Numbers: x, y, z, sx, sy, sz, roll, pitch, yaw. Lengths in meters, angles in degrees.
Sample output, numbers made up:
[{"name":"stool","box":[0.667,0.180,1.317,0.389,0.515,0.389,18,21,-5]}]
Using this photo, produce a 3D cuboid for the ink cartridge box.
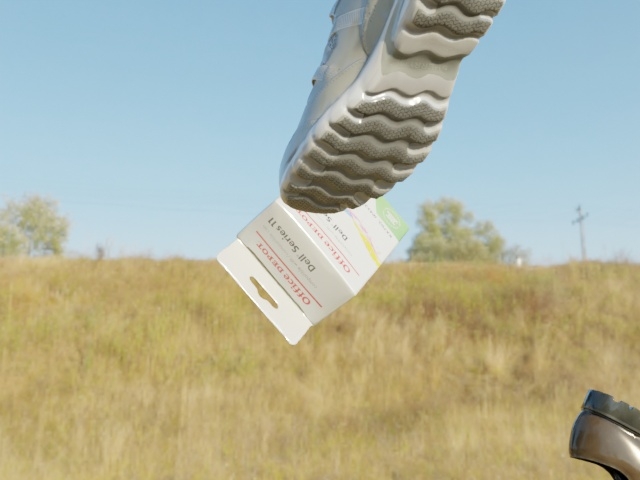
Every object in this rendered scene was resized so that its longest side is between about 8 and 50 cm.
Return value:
[{"name":"ink cartridge box","box":[0.000,0.000,1.266,0.119,0.207,0.353,-39,4,35]}]

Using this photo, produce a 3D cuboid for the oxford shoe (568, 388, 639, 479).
[{"name":"oxford shoe","box":[0.356,0.250,0.742,0.227,0.096,0.083,28,-12,12]}]

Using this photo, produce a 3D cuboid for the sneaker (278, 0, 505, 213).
[{"name":"sneaker","box":[0.049,-0.143,0.586,0.105,0.115,0.281,14,-58,-36]}]
